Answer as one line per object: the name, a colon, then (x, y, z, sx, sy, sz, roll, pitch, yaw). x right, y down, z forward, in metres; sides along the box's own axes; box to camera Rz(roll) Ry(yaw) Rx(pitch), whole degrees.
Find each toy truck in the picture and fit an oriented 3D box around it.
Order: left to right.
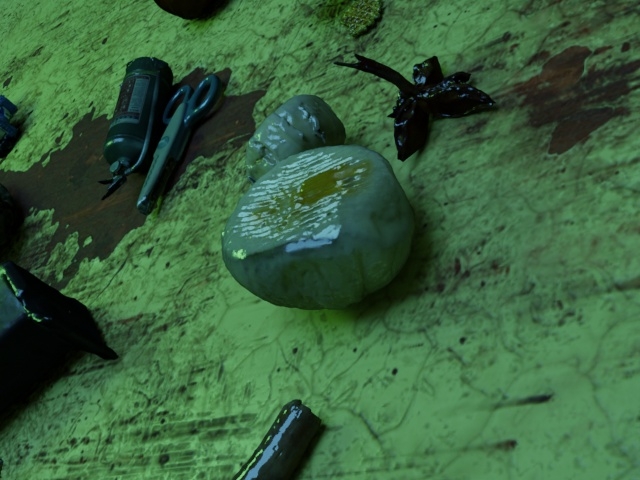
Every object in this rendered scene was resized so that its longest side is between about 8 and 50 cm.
toy truck: (-0.767, -0.284, 2.229, 0.126, 0.113, 0.208, -53, 38, -5)

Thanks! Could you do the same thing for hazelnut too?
hazelnut: (-0.260, -0.521, 1.886, 0.178, 0.178, 0.204, -52, 32, -3)

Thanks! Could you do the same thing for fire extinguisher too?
fire extinguisher: (-0.331, -0.199, 1.724, 0.118, 0.093, 0.294, -20, 46, 30)

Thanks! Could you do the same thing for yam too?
yam: (-0.080, 0.286, 1.085, 0.241, 0.057, 0.056, -56, 37, -6)

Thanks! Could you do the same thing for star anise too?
star anise: (0.116, -0.204, 1.235, 0.140, 0.144, 0.158, -34, 38, 8)

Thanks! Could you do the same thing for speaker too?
speaker: (-0.513, 0.205, 1.500, 0.388, 0.180, 0.184, -41, 43, 12)

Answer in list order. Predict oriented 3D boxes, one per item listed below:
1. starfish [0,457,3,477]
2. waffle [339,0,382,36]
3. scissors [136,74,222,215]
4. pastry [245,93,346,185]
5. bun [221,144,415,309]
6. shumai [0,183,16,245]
starfish: (-0.562, 0.497, 1.373, 0.357, 0.078, 0.347, -34, 40, 21)
waffle: (0.065, -0.351, 1.513, 0.078, 0.016, 0.085, -33, 41, 22)
scissors: (-0.253, -0.165, 1.657, 0.138, 0.041, 0.289, -9, 52, 40)
pastry: (-0.035, -0.121, 1.313, 0.088, 0.166, 0.166, 43, 93, 15)
bun: (0.000, 0.000, 1.169, 0.243, 0.153, 0.244, -22, 30, 13)
shumai: (-0.811, 0.030, 1.880, 0.395, 0.395, 0.348, 36, 112, 53)
